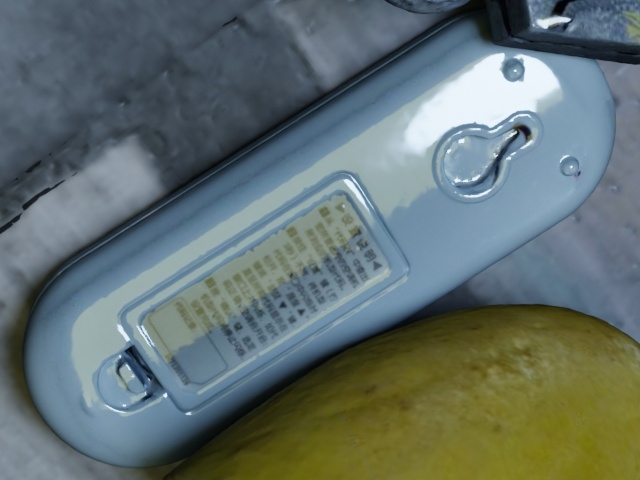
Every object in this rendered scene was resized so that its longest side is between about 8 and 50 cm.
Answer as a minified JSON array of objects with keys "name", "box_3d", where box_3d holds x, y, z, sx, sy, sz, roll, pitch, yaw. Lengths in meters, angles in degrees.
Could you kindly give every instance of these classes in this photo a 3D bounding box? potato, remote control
[{"name":"potato","box_3d":[0.067,0.101,0.623,0.158,0.178,0.203,-45,102,-20]},{"name":"remote control","box_3d":[0.000,0.000,0.634,0.244,0.047,0.087,-33,103,1]}]

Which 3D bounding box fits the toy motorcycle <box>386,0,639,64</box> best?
[{"name":"toy motorcycle","box_3d":[0.104,-0.123,0.598,0.193,0.061,0.124,11,84,-17]}]
